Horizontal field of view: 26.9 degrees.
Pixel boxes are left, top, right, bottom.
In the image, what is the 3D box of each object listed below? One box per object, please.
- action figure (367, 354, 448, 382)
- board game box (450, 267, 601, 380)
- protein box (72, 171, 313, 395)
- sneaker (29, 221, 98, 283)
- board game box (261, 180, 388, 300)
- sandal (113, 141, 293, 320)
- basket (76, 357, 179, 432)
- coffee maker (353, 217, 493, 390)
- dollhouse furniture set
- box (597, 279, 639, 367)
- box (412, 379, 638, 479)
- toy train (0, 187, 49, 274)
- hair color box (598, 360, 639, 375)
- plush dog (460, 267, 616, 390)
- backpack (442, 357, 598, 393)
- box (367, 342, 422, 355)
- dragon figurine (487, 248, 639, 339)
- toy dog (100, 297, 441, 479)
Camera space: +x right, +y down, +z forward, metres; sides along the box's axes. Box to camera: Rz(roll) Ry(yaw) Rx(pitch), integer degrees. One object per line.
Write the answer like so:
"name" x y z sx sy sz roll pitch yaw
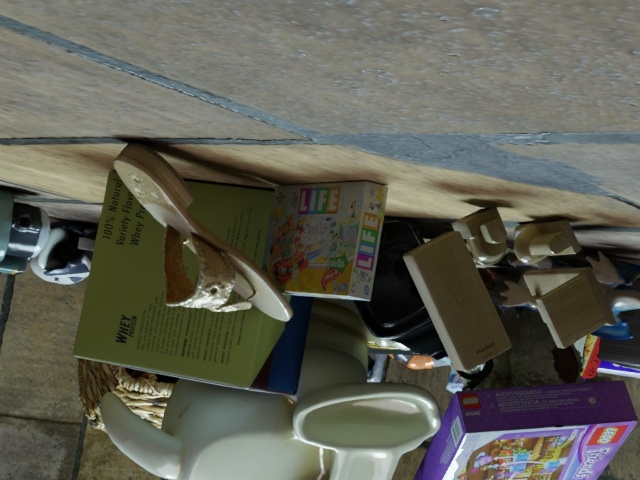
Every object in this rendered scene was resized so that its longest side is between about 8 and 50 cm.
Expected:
"action figure" 0.121 0.175 2.461 0.330 0.178 0.341 11 152 34
"board game box" 0.288 0.126 1.782 0.193 0.147 0.045 11 -161 -19
"protein box" -0.123 0.047 1.400 0.201 0.200 0.136 7 173 20
"sneaker" -0.415 0.016 2.122 0.235 0.094 0.153 5 171 38
"board game box" 0.000 0.000 1.231 0.026 0.103 0.154 13 173 -33
"sandal" -0.124 0.021 1.215 0.088 0.079 0.240 11 146 49
"basket" -0.218 0.134 1.977 0.213 0.299 0.223 30 129 -23
"coffee maker" 0.117 0.066 1.443 0.171 0.120 0.178 40 -175 19
"dollhouse furniture set" 0.154 0.045 1.233 0.151 0.144 0.123 -27 -174 -17
"box" 0.437 0.115 1.655 0.114 0.103 0.203 6 174 32
"box" 0.218 0.265 1.543 0.201 0.057 0.293 -1 143 -14
"toy train" -0.520 -0.024 1.736 0.334 0.142 0.190 12 164 -27
"hair color box" 0.531 0.152 1.861 0.339 0.110 0.185 4 174 30
"plush dog" 0.233 0.151 1.638 0.210 0.225 0.262 -28 142 22
"backpack" 0.337 0.195 2.224 0.253 0.191 0.225 -4 158 27
"box" 0.094 0.107 1.940 0.322 0.079 0.257 1 162 11
"dragon figurine" 0.286 0.057 1.405 0.289 0.085 0.144 11 178 36
"toy dog" -0.066 0.173 1.641 0.395 0.285 0.408 -2 -147 -7
